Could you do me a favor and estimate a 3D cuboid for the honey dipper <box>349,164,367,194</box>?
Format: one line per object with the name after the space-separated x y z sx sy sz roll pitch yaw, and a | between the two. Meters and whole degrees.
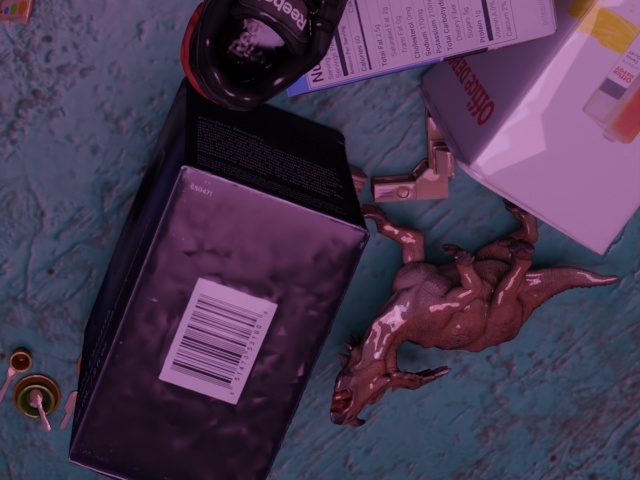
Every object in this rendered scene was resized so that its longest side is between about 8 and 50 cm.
0.000 0.000 1.899 0.030 0.030 0.160 22 110 -13 | honey dipper

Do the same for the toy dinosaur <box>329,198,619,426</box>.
0.135 0.072 1.894 0.296 0.127 0.200 -6 118 -16 | toy dinosaur

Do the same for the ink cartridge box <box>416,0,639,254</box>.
0.276 -0.216 1.713 0.160 0.279 0.384 33 105 -16 | ink cartridge box

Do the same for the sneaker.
-0.009 -0.204 1.396 0.097 0.135 0.276 31 106 -11 | sneaker

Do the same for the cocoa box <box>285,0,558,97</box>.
0.041 -0.294 1.623 0.228 0.347 0.231 -14 111 0 | cocoa box

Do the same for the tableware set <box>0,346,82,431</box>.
-0.243 0.150 1.932 0.154 0.024 0.104 22 106 -12 | tableware set

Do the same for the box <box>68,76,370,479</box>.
-0.100 0.044 1.762 0.183 0.294 0.296 20 107 -10 | box

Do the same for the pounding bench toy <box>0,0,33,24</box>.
-0.311 -0.233 1.768 0.083 0.065 0.052 21 110 20 | pounding bench toy

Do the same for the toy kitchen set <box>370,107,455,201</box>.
0.089 -0.078 1.856 0.075 0.068 0.083 -4 110 -4 | toy kitchen set
